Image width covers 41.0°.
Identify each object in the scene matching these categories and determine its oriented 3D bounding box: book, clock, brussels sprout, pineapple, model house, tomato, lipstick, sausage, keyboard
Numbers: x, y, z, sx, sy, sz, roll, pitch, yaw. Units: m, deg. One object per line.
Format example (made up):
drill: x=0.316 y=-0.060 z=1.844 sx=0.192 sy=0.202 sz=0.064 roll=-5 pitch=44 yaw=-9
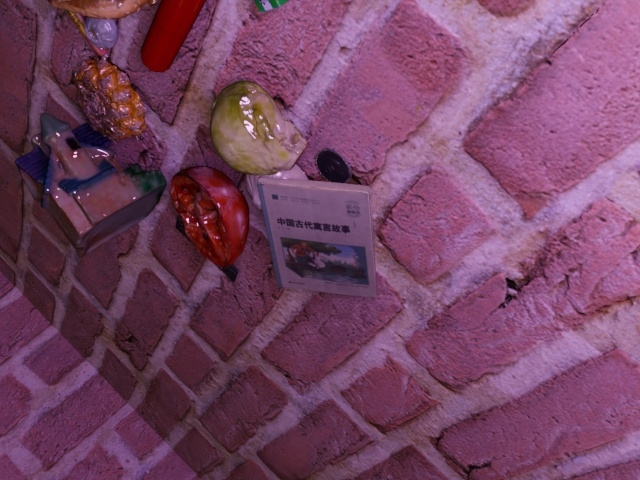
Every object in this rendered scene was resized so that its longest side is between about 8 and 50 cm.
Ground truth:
book: x=0.000 y=0.000 z=1.603 sx=0.214 sy=0.025 sz=0.283 roll=5 pitch=136 yaw=15
clock: x=0.021 y=-0.130 z=1.521 sx=0.074 sy=0.010 sz=0.083 roll=53 pitch=147 yaw=-10
brussels sprout: x=-0.118 y=-0.192 z=1.515 sx=0.145 sy=0.131 sz=0.183 roll=-29 pitch=102 yaw=35
pineapple: x=-0.461 y=-0.296 z=1.847 sx=0.224 sy=0.076 sz=0.225 roll=32 pitch=146 yaw=25
model house: x=-0.533 y=-0.152 z=1.930 sx=0.280 sy=0.245 sz=0.312 roll=55 pitch=157 yaw=1
tomato: x=-0.219 y=-0.066 z=1.795 sx=0.228 sy=0.101 sz=0.228 roll=36 pitch=144 yaw=32
lipstick: x=-0.255 y=-0.393 z=1.504 sx=0.073 sy=0.073 sz=0.279 roll=48 pitch=148 yaw=-2
sausage: x=-0.501 y=-0.467 z=1.748 sx=0.029 sy=0.029 sz=0.223 roll=-14 pitch=115 yaw=54
keyboard: x=-0.270 y=0.020 z=2.024 sx=0.198 sy=0.010 sz=0.064 roll=42 pitch=149 yaw=8

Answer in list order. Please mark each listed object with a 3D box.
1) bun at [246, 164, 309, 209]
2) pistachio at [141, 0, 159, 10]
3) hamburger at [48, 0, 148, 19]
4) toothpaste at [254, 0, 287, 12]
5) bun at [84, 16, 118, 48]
bun: x=-0.091 y=-0.092 z=1.618 sx=0.138 sy=0.094 sz=0.138 roll=30 pitch=147 yaw=22
pistachio: x=-0.326 y=-0.448 z=1.483 sx=0.149 sy=0.113 sz=0.113 roll=48 pitch=155 yaw=42
hamburger: x=-0.339 y=-0.469 z=1.349 sx=0.283 sy=0.260 sz=0.144 roll=32 pitch=173 yaw=32
toothpaste: x=-0.113 y=-0.474 z=1.257 sx=0.050 sy=0.065 sz=0.267 roll=-1 pitch=124 yaw=46
bun: x=-0.440 y=-0.420 z=1.712 sx=0.083 sy=0.045 sz=0.083 roll=26 pitch=143 yaw=22
